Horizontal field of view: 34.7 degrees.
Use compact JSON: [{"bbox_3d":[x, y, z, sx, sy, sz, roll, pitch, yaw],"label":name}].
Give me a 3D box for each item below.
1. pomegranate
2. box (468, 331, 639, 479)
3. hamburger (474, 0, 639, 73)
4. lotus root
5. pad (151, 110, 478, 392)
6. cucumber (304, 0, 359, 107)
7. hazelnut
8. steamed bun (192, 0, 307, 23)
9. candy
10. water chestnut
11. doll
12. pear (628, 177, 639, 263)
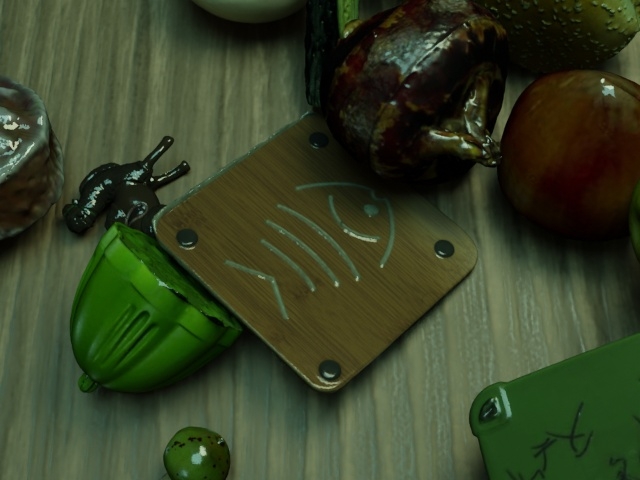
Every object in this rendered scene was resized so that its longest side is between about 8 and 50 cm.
[{"bbox_3d":[-0.131,0.238,1.073,0.073,0.073,0.084,20,104,10],"label":"pomegranate"},{"bbox_3d":[0.312,0.199,0.948,0.329,0.178,0.252,-26,62,23],"label":"box"},{"bbox_3d":[0.270,-0.278,1.220,0.215,0.189,0.122,-7,51,43],"label":"hamburger"},{"bbox_3d":[-0.201,0.098,1.095,0.186,0.186,0.186,-1,66,2],"label":"lotus root"},{"bbox_3d":[0.000,0.000,1.161,0.286,0.018,0.284,42,58,16],"label":"pad"},{"bbox_3d":[0.007,-0.268,1.219,0.062,0.211,0.078,7,26,25],"label":"cucumber"},{"bbox_3d":[0.298,-0.104,1.134,0.208,0.208,0.208,-1,66,2],"label":"hazelnut"},{"bbox_3d":[-0.077,-0.370,1.296,0.232,0.145,0.231,-5,65,11],"label":"steamed bun"},{"bbox_3d":[-0.438,-0.086,1.177,0.290,0.157,0.214,-5,51,7],"label":"candy"},{"bbox_3d":[0.123,-0.160,1.157,0.238,0.223,0.224,35,71,32],"label":"water chestnut"},{"bbox_3d":[-0.216,-0.041,1.204,0.165,0.057,0.139,-25,68,-8],"label":"doll"},{"bbox_3d":[0.414,-0.022,1.004,0.216,0.180,0.166,-2,76,-5],"label":"pear"}]
